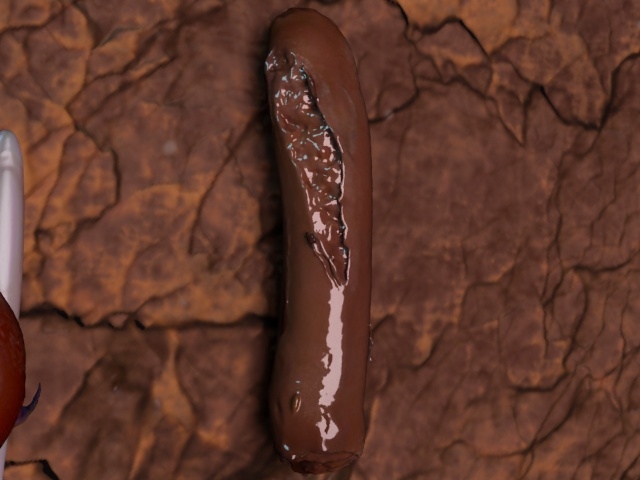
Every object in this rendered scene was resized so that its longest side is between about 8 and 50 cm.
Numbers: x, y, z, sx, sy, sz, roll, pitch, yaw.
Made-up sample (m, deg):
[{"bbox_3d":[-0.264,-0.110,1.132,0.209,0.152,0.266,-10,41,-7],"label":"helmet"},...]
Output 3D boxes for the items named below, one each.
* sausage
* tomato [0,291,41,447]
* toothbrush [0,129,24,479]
[{"bbox_3d":[-0.001,0.000,1.002,0.078,0.078,0.304,0,90,-29],"label":"sausage"},{"bbox_3d":[-0.239,0.067,0.824,0.167,0.167,0.167,0,90,-29],"label":"tomato"},{"bbox_3d":[-0.191,0.087,0.921,0.025,0.029,0.307,3,88,-21],"label":"toothbrush"}]
